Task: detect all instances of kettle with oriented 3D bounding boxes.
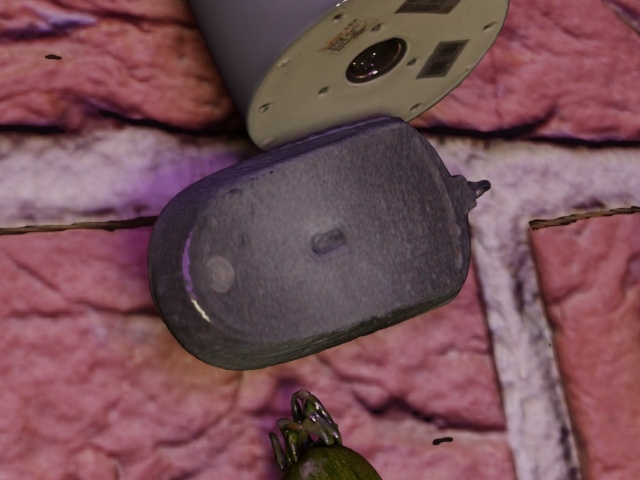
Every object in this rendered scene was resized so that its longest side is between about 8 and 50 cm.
[{"bbox_3d":[-0.001,-0.190,0.969,0.210,0.160,0.243,-6,58,-41],"label":"kettle"}]

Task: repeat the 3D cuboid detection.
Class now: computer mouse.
[{"bbox_3d":[-0.005,0.002,0.903,0.229,0.068,0.113,-18,90,-38],"label":"computer mouse"}]

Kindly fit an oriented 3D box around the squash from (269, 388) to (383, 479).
[{"bbox_3d":[0.011,0.220,0.793,0.071,0.080,0.318,34,50,-45],"label":"squash"}]
